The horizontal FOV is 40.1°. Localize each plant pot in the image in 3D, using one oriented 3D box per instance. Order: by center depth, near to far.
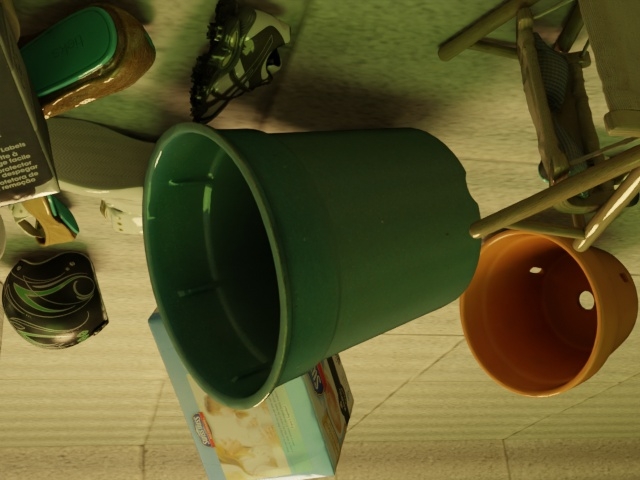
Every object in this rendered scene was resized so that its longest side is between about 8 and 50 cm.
[{"bbox_3d":[0.000,0.000,1.107,0.334,0.341,0.341,-13,163,-33],"label":"plant pot"},{"bbox_3d":[0.421,0.117,1.554,0.204,0.290,0.291,-5,162,-42],"label":"plant pot"}]

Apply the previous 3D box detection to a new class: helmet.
[{"bbox_3d":[-0.461,0.105,1.509,0.162,0.169,0.169,-16,159,-16],"label":"helmet"}]

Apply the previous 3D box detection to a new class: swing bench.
[{"bbox_3d":[0.268,-0.156,0.917,0.165,0.253,0.254,6,154,-22],"label":"swing bench"}]

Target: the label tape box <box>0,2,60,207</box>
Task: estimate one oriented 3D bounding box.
[{"bbox_3d":[-0.398,-0.156,0.759,0.249,0.115,0.347,-15,145,-10],"label":"label tape box"}]

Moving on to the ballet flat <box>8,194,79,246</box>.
[{"bbox_3d":[-0.406,-0.045,1.249,0.073,0.080,0.232,-21,158,-9],"label":"ballet flat"}]

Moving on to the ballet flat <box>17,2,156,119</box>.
[{"bbox_3d":[-0.331,-0.173,0.989,0.343,0.116,0.124,-18,172,19],"label":"ballet flat"}]

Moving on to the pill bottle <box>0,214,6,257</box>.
[{"bbox_3d":[-0.588,0.008,1.300,0.216,0.121,0.121,-15,154,21],"label":"pill bottle"}]

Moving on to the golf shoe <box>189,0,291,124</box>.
[{"bbox_3d":[-0.095,-0.188,1.002,0.094,0.077,0.198,5,155,-21],"label":"golf shoe"}]

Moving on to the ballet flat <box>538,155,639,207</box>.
[{"bbox_3d":[0.418,-0.096,1.300,0.203,0.074,0.074,12,151,-27],"label":"ballet flat"}]

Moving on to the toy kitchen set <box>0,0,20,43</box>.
[{"bbox_3d":[-0.424,-0.226,0.862,0.207,0.122,0.166,-35,146,15],"label":"toy kitchen set"}]

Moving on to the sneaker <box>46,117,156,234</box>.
[{"bbox_3d":[-0.293,-0.070,1.194,0.293,0.108,0.169,10,149,-31],"label":"sneaker"}]

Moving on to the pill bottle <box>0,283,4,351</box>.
[{"bbox_3d":[-0.636,0.187,1.557,0.131,0.229,0.131,-3,156,-1],"label":"pill bottle"}]

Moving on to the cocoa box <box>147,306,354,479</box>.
[{"bbox_3d":[-0.107,0.214,1.501,0.232,0.228,0.347,-12,110,14],"label":"cocoa box"}]
